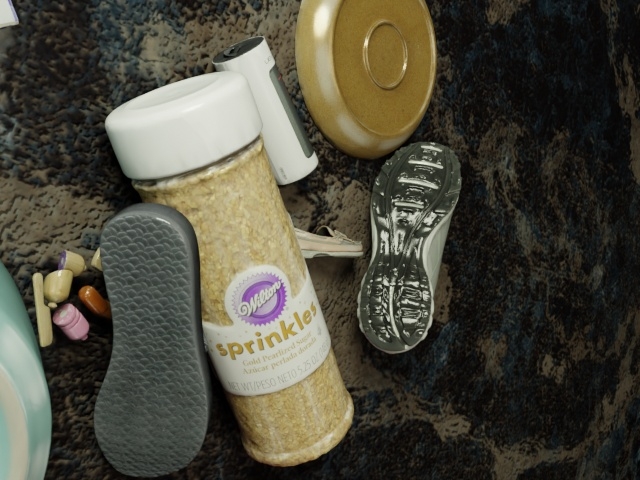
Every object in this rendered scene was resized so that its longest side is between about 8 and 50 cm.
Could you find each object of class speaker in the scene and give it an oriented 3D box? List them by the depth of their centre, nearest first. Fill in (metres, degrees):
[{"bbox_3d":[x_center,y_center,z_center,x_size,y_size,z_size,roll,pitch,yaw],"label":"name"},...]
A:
[{"bbox_3d":[-0.052,-0.124,0.656,0.055,0.055,0.136,-45,124,-32],"label":"speaker"}]

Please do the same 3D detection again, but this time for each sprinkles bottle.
[{"bbox_3d":[-0.069,0.035,0.615,0.121,0.121,0.356,-37,121,-36],"label":"sprinkles bottle"}]

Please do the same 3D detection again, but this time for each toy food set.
[{"bbox_3d":[-0.188,0.040,0.554,0.122,0.019,0.078,-23,114,-62],"label":"toy food set"}]

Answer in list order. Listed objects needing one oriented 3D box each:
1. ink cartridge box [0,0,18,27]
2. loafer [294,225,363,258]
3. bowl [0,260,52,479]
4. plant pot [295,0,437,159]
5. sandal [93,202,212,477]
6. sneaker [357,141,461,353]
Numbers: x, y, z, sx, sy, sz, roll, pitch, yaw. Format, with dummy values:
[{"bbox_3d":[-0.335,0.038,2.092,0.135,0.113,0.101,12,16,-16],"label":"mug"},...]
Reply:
[{"bbox_3d":[-0.294,-0.206,0.385,0.208,0.045,0.207,-50,132,-57],"label":"ink cartridge box"},{"bbox_3d":[0.000,0.000,0.737,0.125,0.045,0.039,-1,90,-43],"label":"loafer"},{"bbox_3d":[-0.283,0.116,0.381,0.311,0.163,0.312,-10,104,-45],"label":"bowl"},{"bbox_3d":[0.067,-0.212,0.780,0.236,0.032,0.237,-8,101,-45],"label":"plant pot"},{"bbox_3d":[-0.132,0.089,0.566,0.054,0.097,0.255,-81,180,-69],"label":"sandal"},{"bbox_3d":[0.103,0.006,0.820,0.108,0.100,0.272,68,35,-70],"label":"sneaker"}]
